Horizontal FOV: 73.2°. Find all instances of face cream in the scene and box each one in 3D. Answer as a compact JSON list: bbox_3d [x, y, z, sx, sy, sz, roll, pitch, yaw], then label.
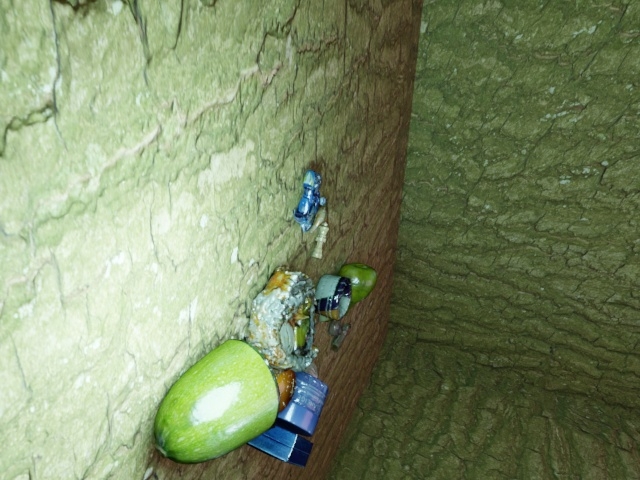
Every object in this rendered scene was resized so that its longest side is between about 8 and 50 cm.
[{"bbox_3d":[-0.109,0.714,1.918,0.249,0.249,0.225,75,32,-53],"label":"face cream"}]

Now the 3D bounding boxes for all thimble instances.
[{"bbox_3d":[0.068,0.289,2.222,0.237,0.150,0.237,13,90,-70],"label":"thimble"}]

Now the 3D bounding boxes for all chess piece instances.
[{"bbox_3d":[0.001,0.000,1.990,0.060,0.060,0.172,26,77,-69],"label":"chess piece"}]

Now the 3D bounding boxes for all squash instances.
[{"bbox_3d":[-0.325,0.465,1.217,0.309,0.310,0.310,-6,110,-53],"label":"squash"}]

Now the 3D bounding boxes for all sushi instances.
[{"bbox_3d":[-0.122,0.314,1.649,0.417,0.175,0.418,-1,90,-67],"label":"sushi"}]

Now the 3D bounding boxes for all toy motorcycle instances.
[{"bbox_3d":[-0.049,-0.151,1.705,0.135,0.092,0.254,-17,121,-65],"label":"toy motorcycle"}]

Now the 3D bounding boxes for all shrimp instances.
[{"bbox_3d":[-0.010,-0.108,1.857,0.126,0.047,0.223,-51,-167,32],"label":"shrimp"}]

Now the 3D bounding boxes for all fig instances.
[{"bbox_3d":[0.180,0.273,2.400,0.314,0.233,0.233,-68,159,-6],"label":"fig"}]

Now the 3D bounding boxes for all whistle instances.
[{"bbox_3d":[0.099,0.532,2.594,0.220,0.057,0.107,62,45,-63],"label":"whistle"}]

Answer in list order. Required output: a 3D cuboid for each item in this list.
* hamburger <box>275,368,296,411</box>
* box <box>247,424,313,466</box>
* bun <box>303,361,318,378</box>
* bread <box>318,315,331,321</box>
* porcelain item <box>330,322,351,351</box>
[{"bbox_3d":[-0.192,0.588,1.728,0.246,0.170,0.246,15,90,-72],"label":"hamburger"},{"bbox_3d":[-0.190,0.809,1.748,0.279,0.261,0.116,68,40,-57],"label":"box"},{"bbox_3d":[-0.056,0.705,2.264,0.138,0.094,0.138,-49,149,-43],"label":"bun"},{"bbox_3d":[0.034,0.414,2.344,0.066,0.060,0.110,-60,158,2],"label":"bread"},{"bbox_3d":[0.132,0.605,2.729,0.213,0.054,0.084,-52,152,-45],"label":"porcelain item"}]
